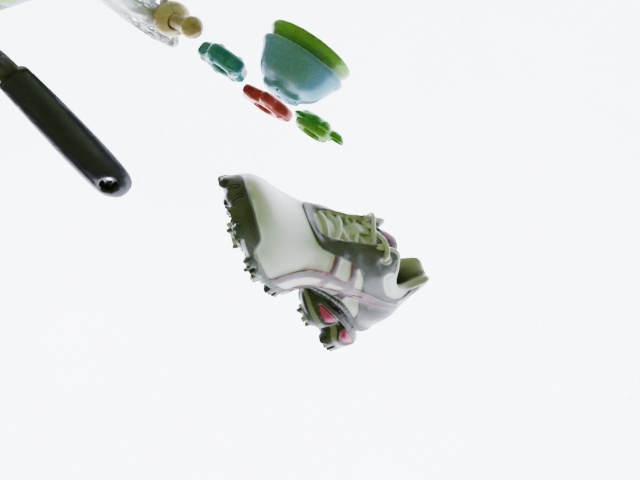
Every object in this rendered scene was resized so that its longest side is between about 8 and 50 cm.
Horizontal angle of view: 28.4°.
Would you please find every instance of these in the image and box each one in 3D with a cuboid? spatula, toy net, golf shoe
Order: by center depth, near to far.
[{"bbox_3d":[-0.222,-0.120,0.841,0.084,0.296,0.030,-27,-137,20],"label":"spatula"},{"bbox_3d":[-0.078,-0.154,0.967,0.232,0.122,0.045,31,-97,20],"label":"toy net"},{"bbox_3d":[0.000,0.000,1.135,0.120,0.273,0.105,-26,-122,13],"label":"golf shoe"}]

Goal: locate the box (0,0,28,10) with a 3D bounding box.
[{"bbox_3d":[-0.347,-0.394,1.277,0.279,0.177,0.290,-6,-120,41],"label":"box"}]
